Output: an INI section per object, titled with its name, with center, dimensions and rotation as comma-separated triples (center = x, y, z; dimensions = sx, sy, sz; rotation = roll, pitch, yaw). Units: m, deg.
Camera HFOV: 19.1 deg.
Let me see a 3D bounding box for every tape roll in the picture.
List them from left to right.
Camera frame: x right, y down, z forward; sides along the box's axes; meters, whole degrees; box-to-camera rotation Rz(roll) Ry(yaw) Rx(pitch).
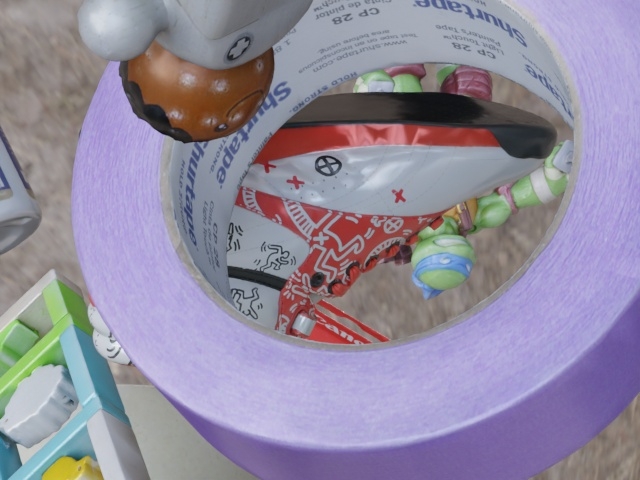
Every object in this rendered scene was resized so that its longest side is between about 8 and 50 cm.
[tape roll]
center = 0.031, -0.022, 0.857
dimensions = 0.275, 0.090, 0.275
rotation = -7, 64, 14

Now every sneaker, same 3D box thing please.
[sneaker]
center = -0.001, 0.000, 1.040
dimensions = 0.270, 0.090, 0.145
rotation = -5, 107, -21

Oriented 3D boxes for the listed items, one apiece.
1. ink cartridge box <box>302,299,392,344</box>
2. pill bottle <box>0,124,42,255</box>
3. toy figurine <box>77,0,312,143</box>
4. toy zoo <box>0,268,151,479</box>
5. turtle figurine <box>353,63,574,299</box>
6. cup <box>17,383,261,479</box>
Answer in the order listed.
[ink cartridge box]
center = 0.004, 0.119, 1.732
dimensions = 0.181, 0.224, 0.056
rotation = 30, 73, 3
[pill bottle]
center = -0.271, -0.069, 1.335
dimensions = 0.094, 0.094, 0.169
rotation = -27, 77, -2
[toy figurine]
center = -0.087, -0.138, 0.584
dimensions = 0.209, 0.148, 0.213
rotation = 9, 56, -12
[toy zoo]
center = -0.192, 0.163, 1.156
dimensions = 0.192, 0.030, 0.293
rotation = -43, 36, 10
[turtle figurine]
center = 0.124, -0.111, 1.594
dimensions = 0.198, 0.274, 0.266
rotation = -6, 55, -3
[cup]
center = -0.191, 0.285, 1.762
dimensions = 0.331, 0.331, 0.237
rotation = -3, 71, 6
